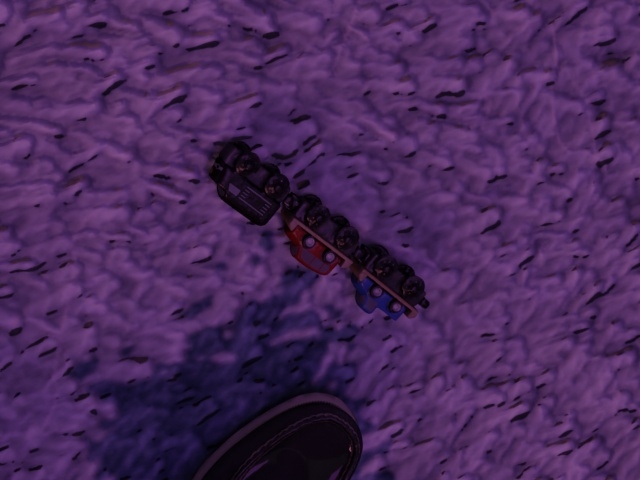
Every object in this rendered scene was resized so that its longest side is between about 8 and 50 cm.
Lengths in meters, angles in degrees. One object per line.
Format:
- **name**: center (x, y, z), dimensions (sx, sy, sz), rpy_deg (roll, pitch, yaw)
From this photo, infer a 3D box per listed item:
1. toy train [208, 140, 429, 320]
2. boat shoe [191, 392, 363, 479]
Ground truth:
- **toy train**: center (0.000, 0.000, 1.045), dimensions (0.158, 0.027, 0.036), rpy_deg (36, 96, -26)
- **boat shoe**: center (-0.056, 0.187, 1.059), dimensions (0.233, 0.079, 0.084), rpy_deg (-46, 115, -3)
